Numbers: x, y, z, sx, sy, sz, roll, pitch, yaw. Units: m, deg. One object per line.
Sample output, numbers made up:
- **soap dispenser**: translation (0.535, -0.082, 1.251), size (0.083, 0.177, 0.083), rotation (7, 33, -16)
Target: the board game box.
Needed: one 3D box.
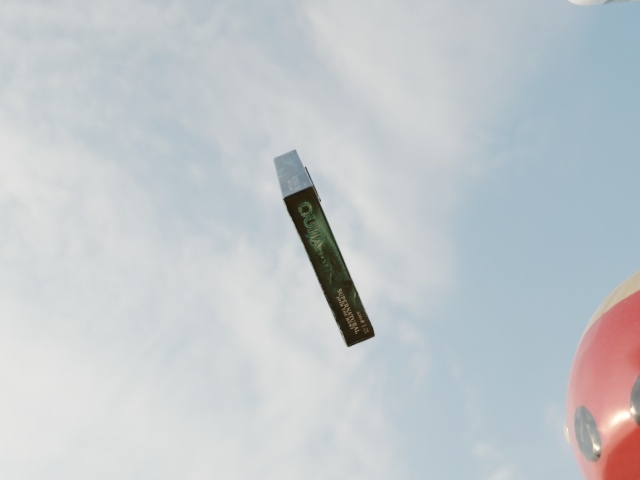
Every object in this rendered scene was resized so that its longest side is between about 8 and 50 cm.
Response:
- **board game box**: translation (0.000, 0.000, 0.926), size (0.026, 0.186, 0.126), rotation (-23, -76, 1)

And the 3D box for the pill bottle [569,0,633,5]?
- **pill bottle**: translation (0.386, -0.324, 1.058), size (0.334, 0.188, 0.188), rotation (-6, -46, -2)

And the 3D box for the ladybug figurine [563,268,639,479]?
- **ladybug figurine**: translation (0.363, 0.145, 0.896), size (0.162, 0.305, 0.449), rotation (-39, 10, -39)
